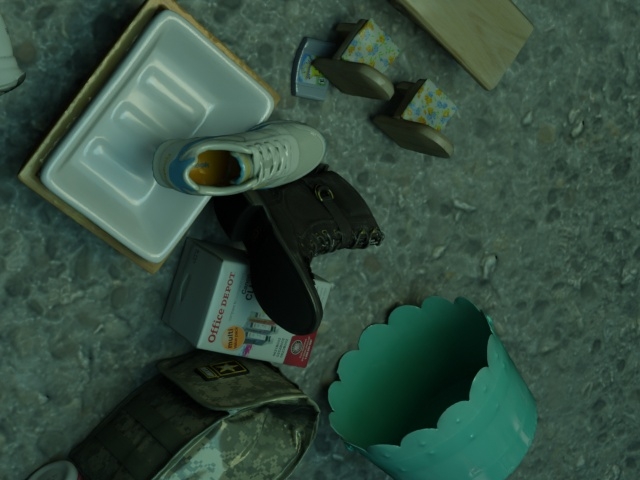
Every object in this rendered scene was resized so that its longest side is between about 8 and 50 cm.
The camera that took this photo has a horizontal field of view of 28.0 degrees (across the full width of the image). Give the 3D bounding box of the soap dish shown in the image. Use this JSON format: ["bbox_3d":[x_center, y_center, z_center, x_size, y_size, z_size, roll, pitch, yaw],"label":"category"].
[{"bbox_3d":[-0.219,-0.138,1.631,0.229,0.118,0.291,39,83,-32],"label":"soap dish"}]

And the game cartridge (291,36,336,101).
[{"bbox_3d":[-0.011,-0.238,1.783,0.056,0.017,0.083,7,100,-27],"label":"game cartridge"}]

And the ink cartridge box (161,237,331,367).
[{"bbox_3d":[-0.103,0.085,1.755,0.176,0.127,0.128,13,97,-31],"label":"ink cartridge box"}]

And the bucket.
[{"bbox_3d":[0.169,0.237,1.876,0.281,0.281,0.183,-47,122,-11],"label":"bucket"}]

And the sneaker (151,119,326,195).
[{"bbox_3d":[-0.088,-0.095,1.593,0.229,0.092,0.087,-13,109,-27],"label":"sneaker"}]

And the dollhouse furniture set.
[{"bbox_3d":[0.155,-0.358,1.692,0.394,0.256,0.362,39,80,-30],"label":"dollhouse furniture set"}]

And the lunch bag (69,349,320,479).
[{"bbox_3d":[-0.159,0.262,1.708,0.287,0.235,0.169,-44,118,-12],"label":"lunch bag"}]

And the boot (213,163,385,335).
[{"bbox_3d":[0.000,0.000,1.710,0.229,0.263,0.091,-5,147,-42],"label":"boot"}]

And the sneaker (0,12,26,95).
[{"bbox_3d":[-0.496,-0.210,1.478,0.297,0.111,0.129,-14,95,-30],"label":"sneaker"}]

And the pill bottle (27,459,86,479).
[{"bbox_3d":[-0.329,0.379,1.732,0.087,0.087,0.160,-39,120,-15],"label":"pill bottle"}]

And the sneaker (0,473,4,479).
[{"bbox_3d":[-0.430,0.440,1.657,0.161,0.102,0.282,-30,87,-14],"label":"sneaker"}]
